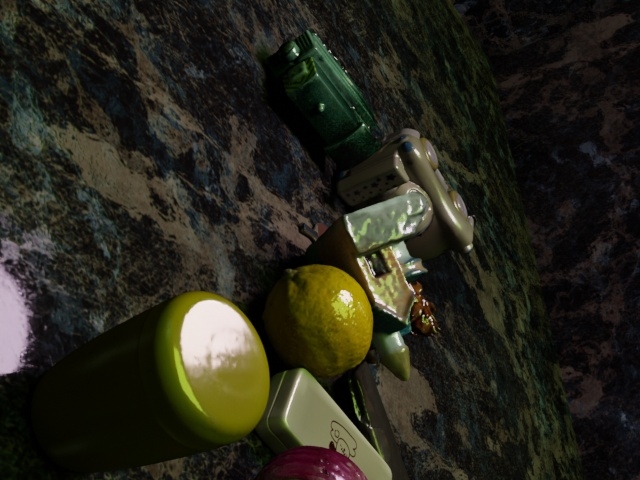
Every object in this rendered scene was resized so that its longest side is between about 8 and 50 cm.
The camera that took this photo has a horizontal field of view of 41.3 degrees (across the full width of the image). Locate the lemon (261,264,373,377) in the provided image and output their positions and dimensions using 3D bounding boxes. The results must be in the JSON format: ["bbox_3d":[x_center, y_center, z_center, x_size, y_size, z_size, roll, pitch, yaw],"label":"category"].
[{"bbox_3d":[-0.003,0.142,1.517,0.231,0.192,0.192,64,26,-21],"label":"lemon"}]

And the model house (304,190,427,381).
[{"bbox_3d":[0.135,0.109,1.657,0.194,0.267,0.325,-18,80,-23],"label":"model house"}]

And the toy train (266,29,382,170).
[{"bbox_3d":[0.018,-0.309,1.926,0.330,0.138,0.178,46,19,-39],"label":"toy train"}]

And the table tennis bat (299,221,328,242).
[{"bbox_3d":[0.000,0.000,1.839,0.158,0.014,0.095,37,42,-52],"label":"table tennis bat"}]

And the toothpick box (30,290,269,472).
[{"bbox_3d":[-0.210,0.178,0.996,0.175,0.271,0.175,36,42,-41],"label":"toothpick box"}]

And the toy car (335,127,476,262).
[{"bbox_3d":[0.201,-0.070,2.025,0.336,0.242,0.226,58,25,-20],"label":"toy car"}]

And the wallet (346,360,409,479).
[{"bbox_3d":[0.122,0.403,1.723,0.165,0.042,0.310,0,72,-78],"label":"wallet"}]

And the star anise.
[{"bbox_3d":[0.154,0.159,1.891,0.237,0.148,0.346,43,32,-4],"label":"star anise"}]

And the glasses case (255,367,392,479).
[{"bbox_3d":[0.011,0.370,1.491,0.313,0.070,0.131,53,36,-25],"label":"glasses case"}]

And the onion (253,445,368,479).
[{"bbox_3d":[0.000,0.430,1.278,0.256,0.272,0.231,99,-20,-62],"label":"onion"}]
